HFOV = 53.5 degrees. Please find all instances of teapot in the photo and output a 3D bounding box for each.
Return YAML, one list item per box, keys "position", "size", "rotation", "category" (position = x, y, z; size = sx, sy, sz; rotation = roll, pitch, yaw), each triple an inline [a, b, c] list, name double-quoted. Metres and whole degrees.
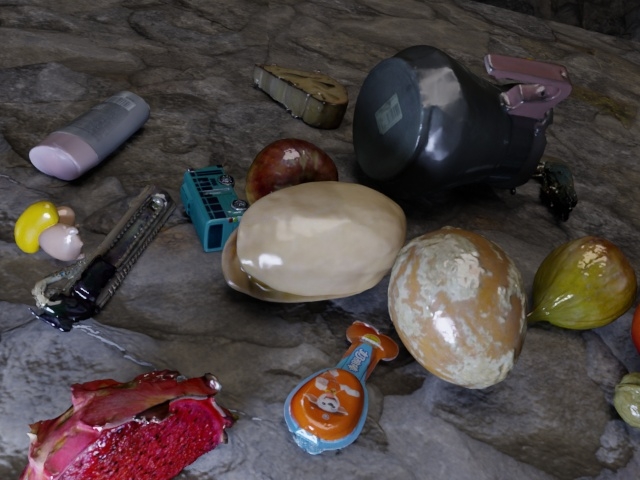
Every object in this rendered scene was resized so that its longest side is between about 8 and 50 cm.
- position: [0.295, -0.246, 1.292]
  size: [0.362, 0.376, 0.305]
  rotation: [0, 69, -29]
  category: "teapot"

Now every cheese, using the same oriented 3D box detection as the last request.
- position: [0.033, 0.197, 0.883]
  size: [0.106, 0.037, 0.256]
  rotation: [27, 39, 14]
  category: "cheese"

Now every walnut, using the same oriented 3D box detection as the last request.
- position: [0.481, 0.239, 0.939]
  size: [0.092, 0.092, 0.092]
  rotation: [9, 37, -7]
  category: "walnut"

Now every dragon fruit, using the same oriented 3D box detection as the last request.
- position: [-0.224, 0.200, 0.696]
  size: [0.274, 0.161, 0.126]
  rotation: [-24, 53, -37]
  category: "dragon fruit"

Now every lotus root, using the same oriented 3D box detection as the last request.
- position: [-0.030, -0.365, 1.563]
  size: [0.170, 0.074, 0.261]
  rotation: [-17, 45, -35]
  category: "lotus root"

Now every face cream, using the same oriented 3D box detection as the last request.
- position: [-0.435, -0.208, 1.229]
  size: [0.107, 0.073, 0.269]
  rotation: [15, 37, 9]
  category: "face cream"

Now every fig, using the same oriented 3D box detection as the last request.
- position: [-0.069, -0.090, 1.123]
  size: [0.160, 0.231, 0.143]
  rotation: [-28, 89, -26]
  category: "fig"
- position: [0.408, 0.092, 1.079]
  size: [0.257, 0.159, 0.159]
  rotation: [-23, 48, -16]
  category: "fig"

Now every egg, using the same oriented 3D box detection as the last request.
- position: [0.200, 0.096, 0.932]
  size: [0.203, 0.203, 0.245]
  rotation: [-6, 65, -24]
  category: "egg"

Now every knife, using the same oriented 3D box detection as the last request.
- position: [-0.319, 0.005, 0.999]
  size: [0.089, 0.043, 0.365]
  rotation: [49, 32, -17]
  category: "knife"

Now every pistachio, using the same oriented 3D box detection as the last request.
- position: [0.000, 0.000, 0.995]
  size: [0.299, 0.187, 0.187]
  rotation: [-6, 41, -24]
  category: "pistachio"

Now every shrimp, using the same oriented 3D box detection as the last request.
- position: [0.493, -0.145, 1.451]
  size: [0.178, 0.075, 0.289]
  rotation: [10, 37, 8]
  category: "shrimp"

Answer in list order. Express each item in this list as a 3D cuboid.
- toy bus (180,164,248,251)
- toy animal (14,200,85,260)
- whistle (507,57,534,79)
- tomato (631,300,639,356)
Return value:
- position: [-0.187, -0.059, 1.111]
  size: [0.092, 0.079, 0.160]
  rotation: [-8, 44, -24]
  category: "toy bus"
- position: [-0.411, -0.024, 0.993]
  size: [0.114, 0.091, 0.082]
  rotation: [16, 23, 5]
  category: "toy animal"
- position: [0.422, -0.354, 1.322]
  size: [0.046, 0.057, 0.109]
  rotation: [-33, 18, -2]
  category: "whistle"
- position: [0.627, 0.158, 1.006]
  size: [0.260, 0.180, 0.259]
  rotation: [11, 37, -8]
  category: "tomato"
